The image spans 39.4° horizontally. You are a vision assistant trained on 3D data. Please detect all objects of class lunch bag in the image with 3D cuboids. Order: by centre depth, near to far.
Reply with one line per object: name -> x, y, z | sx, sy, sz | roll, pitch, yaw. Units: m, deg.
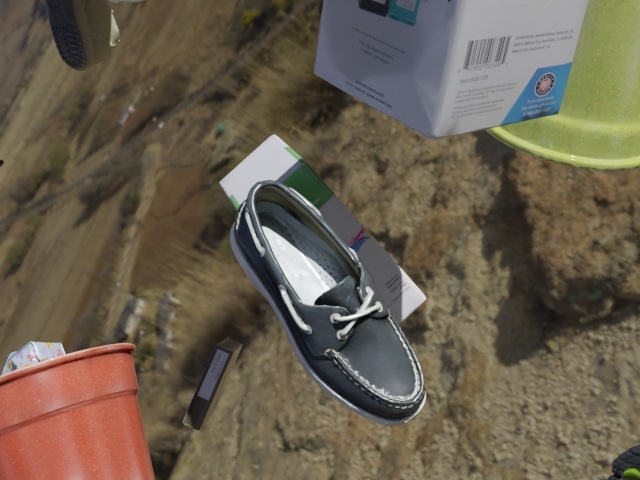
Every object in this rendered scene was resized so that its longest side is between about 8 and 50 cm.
lunch bag -> -0.460, 0.198, 1.429 | 0.083, 0.071, 0.053 | -37, 68, 18

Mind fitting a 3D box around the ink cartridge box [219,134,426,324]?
ink cartridge box -> 0.000, 0.000, 1.284 | 0.117, 0.278, 0.201 | -42, 23, 0

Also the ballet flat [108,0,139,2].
ballet flat -> -0.305, -0.452, 1.184 | 0.139, 0.139, 0.400 | -49, 55, 25

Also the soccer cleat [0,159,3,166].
soccer cleat -> -0.729, -0.128, 1.717 | 0.289, 0.093, 0.121 | -10, 22, 40

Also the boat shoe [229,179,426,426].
boat shoe -> 0.008, 0.065, 0.960 | 0.114, 0.302, 0.091 | -36, -16, -30

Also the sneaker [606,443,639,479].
sneaker -> 0.456, 0.395, 1.110 | 0.111, 0.121, 0.300 | -50, 20, 34

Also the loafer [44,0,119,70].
loafer -> -0.375, -0.398, 1.360 | 0.102, 0.268, 0.092 | 10, 27, 36

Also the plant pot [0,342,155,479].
plant pot -> -0.353, 0.316, 1.259 | 0.272, 0.272, 0.265 | -32, 75, 48

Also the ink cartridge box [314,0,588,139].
ink cartridge box -> 0.141, -0.274, 0.901 | 0.197, 0.198, 0.270 | 37, 129, 40

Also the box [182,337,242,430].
box -> -0.177, 0.235, 1.510 | 0.225, 0.036, 0.136 | 127, 167, -87

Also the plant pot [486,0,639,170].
plant pot -> 0.374, -0.273, 1.245 | 0.276, 0.276, 0.254 | -99, 14, -56
